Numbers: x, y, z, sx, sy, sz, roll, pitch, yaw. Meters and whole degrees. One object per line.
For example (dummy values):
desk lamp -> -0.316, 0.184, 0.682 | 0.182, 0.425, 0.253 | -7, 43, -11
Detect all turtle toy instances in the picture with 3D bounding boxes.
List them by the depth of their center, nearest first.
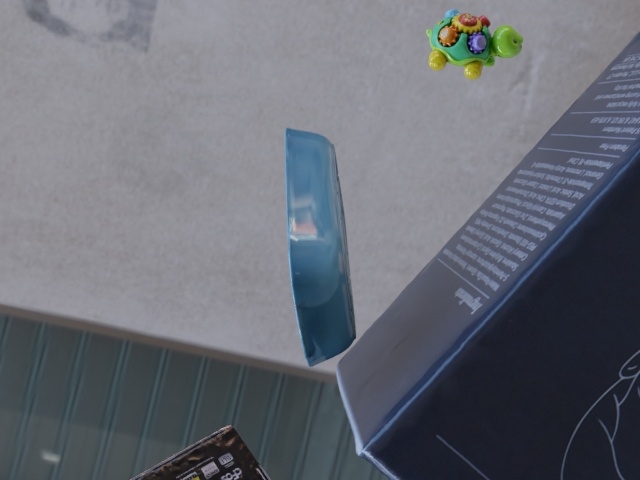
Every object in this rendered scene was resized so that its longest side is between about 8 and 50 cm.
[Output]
turtle toy -> 0.207, -0.270, 1.225 | 0.066, 0.130, 0.095 | 101, -175, -48

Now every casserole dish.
casserole dish -> 0.000, 0.000, 0.638 | 0.188, 0.037, 0.114 | -93, -6, -46

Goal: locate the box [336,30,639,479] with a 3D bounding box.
box -> 0.253, 0.070, 0.665 | 0.395, 0.293, 0.212 | -47, 8, 2

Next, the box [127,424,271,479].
box -> -0.140, 0.336, 0.739 | 0.257, 0.322, 0.079 | 52, 148, 21
